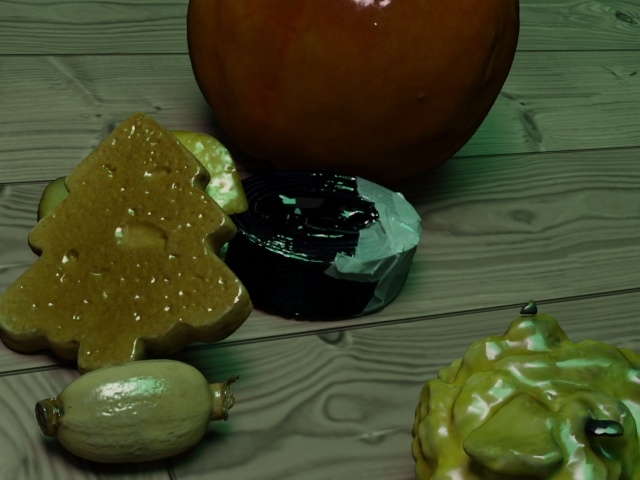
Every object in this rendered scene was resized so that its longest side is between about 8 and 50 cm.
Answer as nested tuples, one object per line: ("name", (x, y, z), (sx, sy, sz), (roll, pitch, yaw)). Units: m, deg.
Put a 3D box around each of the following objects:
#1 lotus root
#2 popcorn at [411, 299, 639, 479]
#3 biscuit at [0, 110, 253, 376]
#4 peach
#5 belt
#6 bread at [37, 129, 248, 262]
("lotus root", (-0.128, 0.123, 0.768), (0.150, 0.062, 0.073), (-4, 83, -19))
("popcorn", (0.171, 0.158, 0.742), (0.218, 0.169, 0.189), (12, 36, 3))
("biscuit", (-0.153, 0.003, 0.857), (0.212, 0.041, 0.239), (-5, 61, 14))
("peach", (0.033, -0.231, 1.095), (0.342, 0.302, 0.343), (12, 31, -7))
("belt", (0.000, 0.000, 0.975), (0.198, 0.078, 0.151), (-1, 37, -23))
("bread", (-0.152, -0.024, 0.925), (0.187, 0.065, 0.149), (5, 71, 17))
